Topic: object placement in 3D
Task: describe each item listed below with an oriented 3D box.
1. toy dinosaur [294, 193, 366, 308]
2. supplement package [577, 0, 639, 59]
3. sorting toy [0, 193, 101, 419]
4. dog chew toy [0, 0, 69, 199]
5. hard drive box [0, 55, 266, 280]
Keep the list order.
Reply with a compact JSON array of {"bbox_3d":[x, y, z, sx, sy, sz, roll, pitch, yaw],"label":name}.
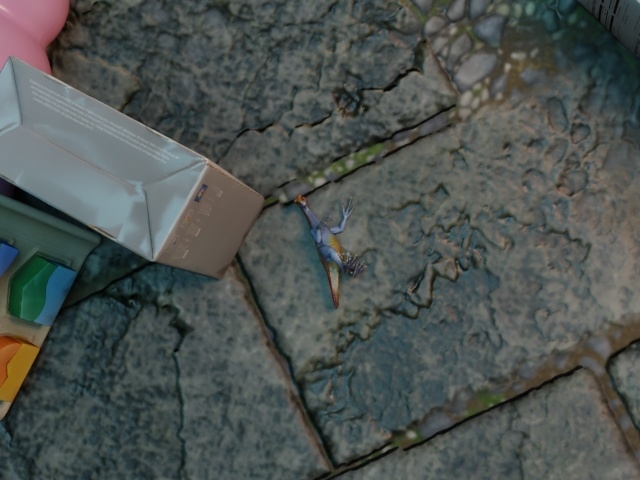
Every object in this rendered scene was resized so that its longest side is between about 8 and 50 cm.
[{"bbox_3d":[0.000,0.000,1.171,0.082,0.047,0.090,37,102,28],"label":"toy dinosaur"},{"bbox_3d":[0.347,-0.216,1.082,0.194,0.149,0.203,-45,80,2],"label":"supplement package"},{"bbox_3d":[-0.286,0.066,1.130,0.038,0.193,0.208,32,91,28],"label":"sorting toy"},{"bbox_3d":[-0.329,-0.130,1.158,0.207,0.206,0.331,25,81,10],"label":"dog chew toy"},{"bbox_3d":[-0.161,-0.053,1.101,0.181,0.232,0.089,29,90,11],"label":"hard drive box"}]
